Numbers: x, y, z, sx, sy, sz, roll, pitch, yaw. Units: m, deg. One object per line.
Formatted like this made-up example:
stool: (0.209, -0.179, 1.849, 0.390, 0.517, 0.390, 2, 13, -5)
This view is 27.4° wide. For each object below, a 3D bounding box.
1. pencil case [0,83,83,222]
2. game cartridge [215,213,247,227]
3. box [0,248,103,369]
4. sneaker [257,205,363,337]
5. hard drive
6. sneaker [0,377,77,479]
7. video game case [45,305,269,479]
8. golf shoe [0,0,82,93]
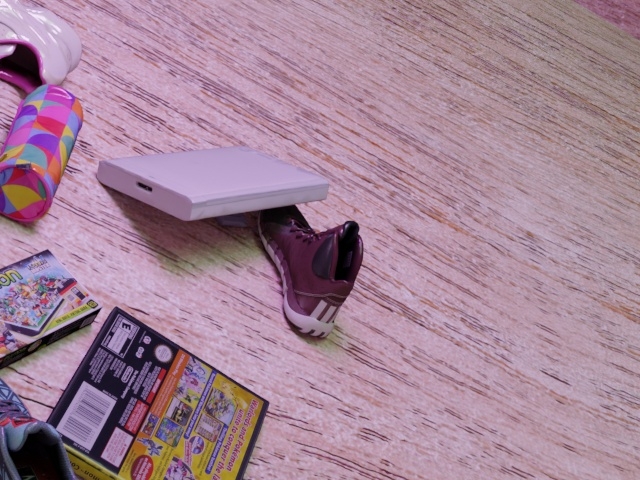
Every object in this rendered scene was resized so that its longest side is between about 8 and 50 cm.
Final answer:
pencil case: (-0.403, -0.126, 1.853, 0.104, 0.104, 0.236, 29, 32, -15)
game cartridge: (-0.153, -0.055, 2.083, 0.056, 0.017, 0.083, 10, 42, -42)
box: (-0.383, 0.088, 1.658, 0.114, 0.036, 0.207, 44, 33, 10)
sneaker: (0.000, 0.000, 2.025, 0.106, 0.162, 0.281, 13, 40, -34)
hard drive: (-0.160, -0.092, 2.022, 0.203, 0.040, 0.308, 24, 22, 35)
sneaker: (-0.331, 0.219, 1.451, 0.104, 0.125, 0.262, -19, 63, -43)
video game case: (-0.203, 0.231, 1.658, 0.248, 0.035, 0.275, 33, 32, -8)
golf shoe: (-0.512, -0.332, 1.992, 0.306, 0.115, 0.140, 29, 37, -12)
